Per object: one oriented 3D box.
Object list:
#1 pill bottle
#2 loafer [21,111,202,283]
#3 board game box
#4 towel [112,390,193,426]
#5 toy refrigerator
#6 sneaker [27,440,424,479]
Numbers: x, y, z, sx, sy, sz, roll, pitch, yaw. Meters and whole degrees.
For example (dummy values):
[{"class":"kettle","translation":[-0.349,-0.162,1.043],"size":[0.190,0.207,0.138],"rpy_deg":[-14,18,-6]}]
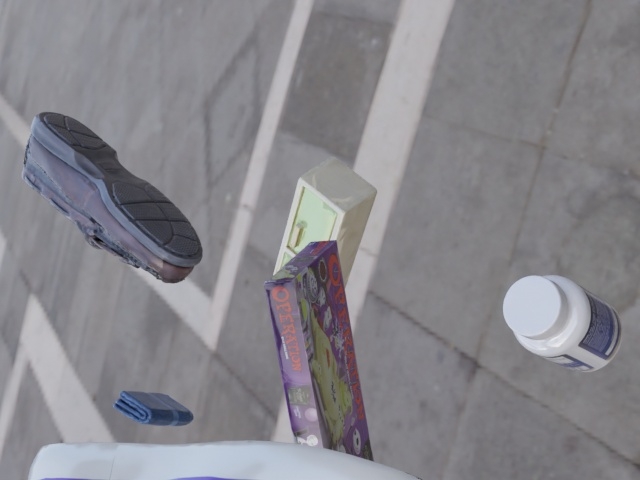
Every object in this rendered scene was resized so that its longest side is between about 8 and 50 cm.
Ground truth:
[{"class":"pill bottle","translation":[0.277,0.093,1.405],"size":[0.094,0.169,0.094],"rpy_deg":[-11,69,31]},{"class":"loafer","translation":[-0.250,-0.036,1.430],"size":[0.302,0.109,0.095],"rpy_deg":[43,114,30]},{"class":"board game box","translation":[0.004,0.191,1.673],"size":[0.208,0.056,0.346],"rpy_deg":[-51,-48,-71]},{"class":"towel","translation":[-0.226,0.232,1.660],"size":[0.067,0.119,0.029],"rpy_deg":[28,93,25]},{"class":"toy refrigerator","translation":[0.000,0.000,2.031],"size":[0.102,0.094,0.269],"rpy_deg":[39,141,19]},{"class":"sneaker","translation":[-0.083,0.258,0.793],"size":[0.323,0.130,0.236],"rpy_deg":[-3,65,26]}]
